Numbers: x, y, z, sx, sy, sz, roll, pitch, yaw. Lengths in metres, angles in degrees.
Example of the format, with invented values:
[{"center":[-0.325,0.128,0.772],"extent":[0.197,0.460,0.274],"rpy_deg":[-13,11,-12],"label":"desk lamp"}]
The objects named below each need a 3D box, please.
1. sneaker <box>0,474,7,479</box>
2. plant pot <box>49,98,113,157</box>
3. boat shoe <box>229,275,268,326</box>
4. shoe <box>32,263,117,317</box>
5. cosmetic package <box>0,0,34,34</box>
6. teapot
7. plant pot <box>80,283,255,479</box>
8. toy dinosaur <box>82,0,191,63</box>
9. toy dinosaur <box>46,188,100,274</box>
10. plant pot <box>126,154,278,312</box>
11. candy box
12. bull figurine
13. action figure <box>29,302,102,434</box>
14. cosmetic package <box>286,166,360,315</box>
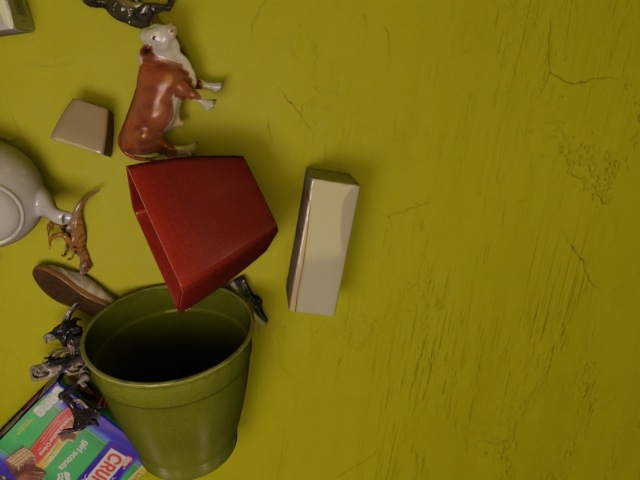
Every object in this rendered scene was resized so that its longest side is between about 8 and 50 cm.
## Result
[{"center":[-0.892,0.561,1.462],"extent":[0.118,0.110,0.292],"rpy_deg":[-32,100,11],"label":"sneaker"},{"center":[-0.498,-0.243,1.267],"extent":[0.108,0.109,0.096],"rpy_deg":[16,91,-11],"label":"plant pot"},{"center":[-0.167,0.149,1.448],"extent":[0.040,0.049,0.142],"rpy_deg":[-34,105,3],"label":"boat shoe"},{"center":[-0.570,0.119,1.392],"extent":[0.219,0.058,0.076],"rpy_deg":[34,120,-11],"label":"shoe"},{"center":[-0.711,-0.440,1.171],"extent":[0.230,0.117,0.086],"rpy_deg":[-11,106,-2],"label":"cosmetic package"},{"center":[-0.697,-0.075,1.211],"extent":[0.256,0.187,0.252],"rpy_deg":[-38,129,4],"label":"teapot"},{"center":[-0.324,0.340,1.354],"extent":[0.366,0.366,0.353],"rpy_deg":[-3,118,-6],"label":"plant pot"},{"center":[-0.367,-0.486,1.231],"extent":[0.268,0.064,0.118],"rpy_deg":[28,108,-18],"label":"toy dinosaur"},{"center":[-0.563,-0.026,1.351],"extent":[0.112,0.064,0.212],"rpy_deg":[-5,117,-26],"label":"toy dinosaur"},{"center":[-0.241,-0.033,1.254],"extent":[0.235,0.267,0.268],"rpy_deg":[-23,81,-19],"label":"plant pot"},{"center":[-0.602,0.511,1.460],"extent":[0.268,0.122,0.317],"rpy_deg":[-45,108,2],"label":"candy box"},{"center":[-0.323,-0.301,1.256],"extent":[0.188,0.101,0.311],"rpy_deg":[22,117,-14],"label":"bull figurine"},{"center":[-0.565,0.283,1.303],"extent":[0.140,0.164,0.276],"rpy_deg":[-8,77,-25],"label":"action figure"},{"center":[0.000,0.000,1.366],"extent":[0.113,0.160,0.310],"rpy_deg":[7,104,-8],"label":"cosmetic package"}]
